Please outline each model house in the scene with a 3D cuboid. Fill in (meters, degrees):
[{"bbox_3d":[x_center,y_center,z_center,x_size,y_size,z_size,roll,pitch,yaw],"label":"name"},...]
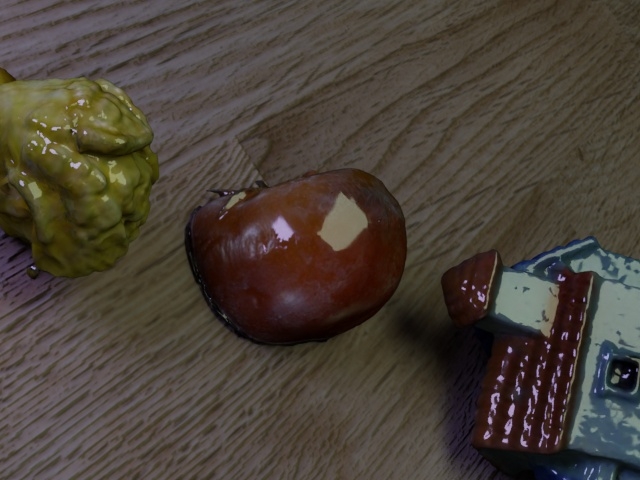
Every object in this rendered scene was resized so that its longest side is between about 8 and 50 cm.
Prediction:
[{"bbox_3d":[0.250,0.147,1.575,0.329,0.252,0.295,17,73,-13],"label":"model house"}]

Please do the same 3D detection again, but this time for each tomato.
[{"bbox_3d":[0.000,0.000,1.420,0.214,0.155,0.181,-17,81,-54],"label":"tomato"}]

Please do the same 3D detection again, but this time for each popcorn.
[{"bbox_3d":[-0.231,-0.062,1.210,0.195,0.168,0.173,17,54,8],"label":"popcorn"}]
